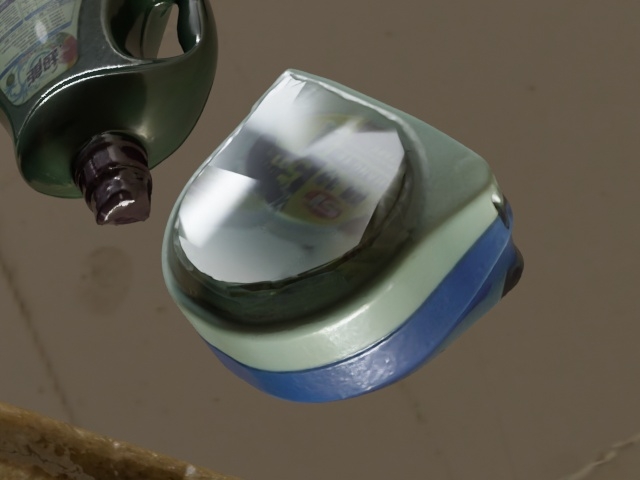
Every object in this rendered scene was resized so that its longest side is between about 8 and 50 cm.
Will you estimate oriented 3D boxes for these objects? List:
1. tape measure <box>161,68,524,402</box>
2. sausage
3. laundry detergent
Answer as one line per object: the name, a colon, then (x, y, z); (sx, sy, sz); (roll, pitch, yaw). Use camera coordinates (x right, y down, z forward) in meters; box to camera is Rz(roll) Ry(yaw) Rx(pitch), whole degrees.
tape measure: (0.001, -0.002, 1.383); (0.262, 0.138, 0.259); (-43, -136, -21)
sausage: (-0.175, 0.233, 1.438); (0.500, 0.136, 0.123); (19, -104, -6)
laundry detergent: (-0.121, -0.094, 0.951); (0.144, 0.078, 0.222); (-29, -134, 2)
